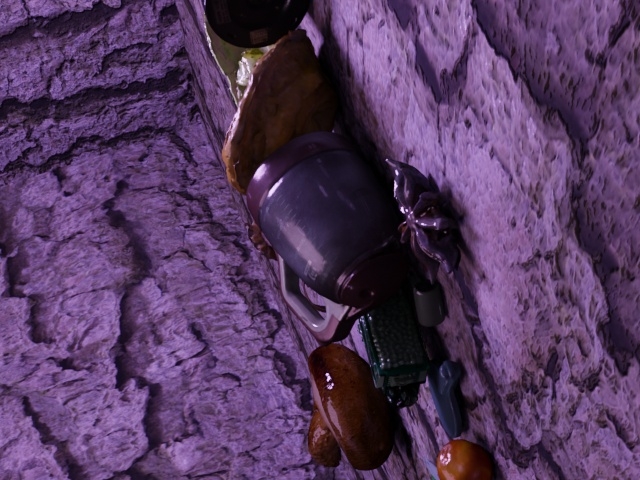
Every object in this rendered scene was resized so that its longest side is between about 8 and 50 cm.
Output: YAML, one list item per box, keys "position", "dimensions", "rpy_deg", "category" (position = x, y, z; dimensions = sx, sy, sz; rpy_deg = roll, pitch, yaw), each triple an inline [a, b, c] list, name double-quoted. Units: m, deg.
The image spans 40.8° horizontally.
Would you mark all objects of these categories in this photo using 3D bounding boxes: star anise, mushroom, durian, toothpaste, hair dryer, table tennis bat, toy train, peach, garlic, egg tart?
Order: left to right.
- position: [-0.150, -0.373, 1.993]
  dimensions: [0.157, 0.169, 0.356]
  rpy_deg: [175, 78, -77]
  category: "durian"
- position: [-0.103, -0.055, 2.179]
  dimensions: [0.257, 0.207, 0.207]
  rpy_deg: [78, 169, -63]
  category: "garlic"
- position: [-0.062, -0.226, 1.650]
  dimensions: [0.129, 0.341, 0.341]
  rpy_deg: [26, 150, 19]
  category: "egg tart"
- position: [0.073, 0.421, 2.213]
  dimensions: [0.345, 0.239, 0.345]
  rpy_deg: [37, 141, 37]
  category: "mushroom"
- position: [0.134, 0.179, 1.628]
  dimensions: [0.154, 0.115, 0.269]
  rpy_deg: [90, 170, -52]
  category: "toy train"
- position: [0.178, 0.084, 1.505]
  dimensions: [0.150, 0.047, 0.071]
  rpy_deg: [-106, 4, -65]
  category: "hair dryer"
- position: [0.157, -0.029, 1.308]
  dimensions: [0.204, 0.061, 0.181]
  rpy_deg: [-123, 23, -43]
  category: "star anise"
- position: [0.228, 0.274, 1.572]
  dimensions: [0.237, 0.038, 0.149]
  rpy_deg: [83, 170, -60]
  category: "table tennis bat"
- position: [0.269, 0.524, 1.790]
  dimensions: [0.297, 0.048, 0.075]
  rpy_deg: [-164, 50, -82]
  category: "toothpaste"
- position: [0.249, 0.398, 1.499]
  dimensions: [0.101, 0.100, 0.101]
  rpy_deg: [161, 90, -80]
  category: "peach"

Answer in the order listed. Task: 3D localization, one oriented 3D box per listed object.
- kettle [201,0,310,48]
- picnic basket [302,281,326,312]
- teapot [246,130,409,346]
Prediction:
- position: [-0.174, -0.556, 1.653]
  dimensions: [0.262, 0.203, 0.308]
  rpy_deg: [43, -163, -48]
  category: "kettle"
- position: [0.017, 0.084, 2.050]
  dimensions: [0.138, 0.128, 0.178]
  rpy_deg: [89, 177, -67]
  category: "picnic basket"
- position: [0.015, 0.017, 1.567]
  dimensions: [0.312, 0.233, 0.315]
  rpy_deg: [57, 132, 33]
  category: "teapot"
